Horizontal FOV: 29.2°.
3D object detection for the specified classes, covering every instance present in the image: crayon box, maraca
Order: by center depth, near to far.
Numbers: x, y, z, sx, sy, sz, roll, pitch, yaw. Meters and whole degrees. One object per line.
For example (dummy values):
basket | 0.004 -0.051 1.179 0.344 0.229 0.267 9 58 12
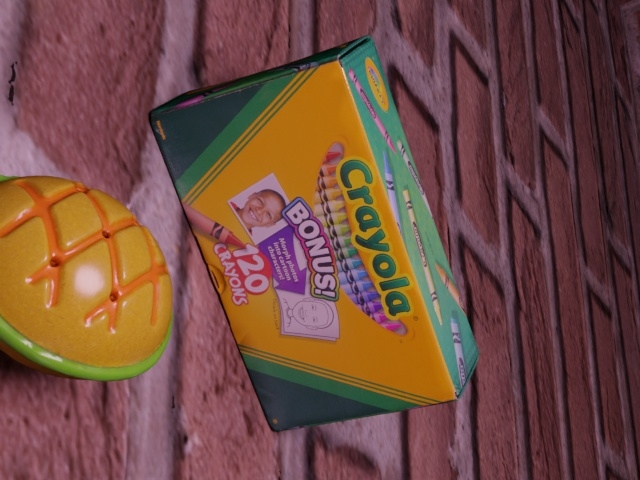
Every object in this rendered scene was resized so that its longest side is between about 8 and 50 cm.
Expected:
maraca | -0.163 0.011 0.698 0.185 0.099 0.127 33 35 -23
crayon box | 0.000 0.000 0.955 0.279 0.165 0.081 70 26 -14
